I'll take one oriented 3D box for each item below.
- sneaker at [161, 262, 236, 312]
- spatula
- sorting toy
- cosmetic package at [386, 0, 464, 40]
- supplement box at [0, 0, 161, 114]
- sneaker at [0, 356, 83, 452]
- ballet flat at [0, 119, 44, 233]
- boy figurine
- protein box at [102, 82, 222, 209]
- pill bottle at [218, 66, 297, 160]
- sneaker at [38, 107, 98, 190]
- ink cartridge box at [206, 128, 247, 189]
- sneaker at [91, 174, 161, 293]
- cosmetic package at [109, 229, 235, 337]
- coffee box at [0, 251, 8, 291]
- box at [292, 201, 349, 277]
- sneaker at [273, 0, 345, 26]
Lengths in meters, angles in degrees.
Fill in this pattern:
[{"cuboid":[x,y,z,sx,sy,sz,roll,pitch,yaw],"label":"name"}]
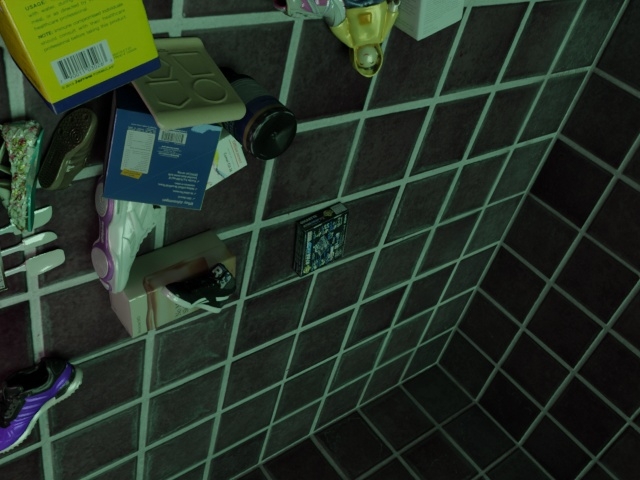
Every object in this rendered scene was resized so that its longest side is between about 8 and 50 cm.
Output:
[{"cuboid":[-0.287,0.101,1.567,0.121,0.079,0.217,-55,153,4],"label":"sneaker"},{"cuboid":[-0.661,0.032,1.335,0.242,0.019,0.168,-25,144,-30],"label":"spatula"},{"cuboid":[-0.269,-0.301,1.235,0.193,0.208,0.038,-17,157,-38],"label":"sorting toy"},{"cuboid":[0.241,-0.605,1.513,0.152,0.151,0.183,-31,147,-22],"label":"cosmetic package"},{"cuboid":[-0.403,-0.406,0.951,0.195,0.194,0.356,-32,147,-20],"label":"supplement box"},{"cuboid":[-0.748,0.394,1.594,0.293,0.102,0.146,-45,145,-9],"label":"sneaker"},{"cuboid":[-0.573,-0.123,1.217,0.077,0.091,0.240,10,120,-18],"label":"ballet flat"},{"cuboid":[0.097,-0.513,1.500,0.178,0.092,0.285,-10,136,-10],"label":"boy figurine"},{"cuboid":[-0.322,-0.189,1.293,0.200,0.136,0.201,6,127,-22],"label":"protein box"},{"cuboid":[-0.157,-0.276,1.369,0.123,0.219,0.122,-30,145,-24],"label":"pill bottle"},{"cuboid":[-0.485,-0.180,1.267,0.188,0.066,0.071,-50,167,16],"label":"sneaker"},{"cuboid":[-0.247,-0.201,1.498,0.198,0.067,0.115,-35,147,-15],"label":"ink cartridge box"},{"cuboid":[-0.427,-0.012,1.449,0.152,0.114,0.305,-15,132,-43],"label":"sneaker"},{"cuboid":[-0.376,0.106,1.649,0.296,0.129,0.153,-24,142,-30],"label":"cosmetic package"},{"cuboid":[-0.650,-0.026,1.154,0.098,0.141,0.246,-21,140,-34],"label":"coffee box"},{"cuboid":[0.000,0.000,2.040,0.175,0.051,0.220,-26,144,-28],"label":"box"},{"cuboid":[-0.044,-0.517,1.348,0.111,0.103,0.252,-47,143,12],"label":"sneaker"}]
